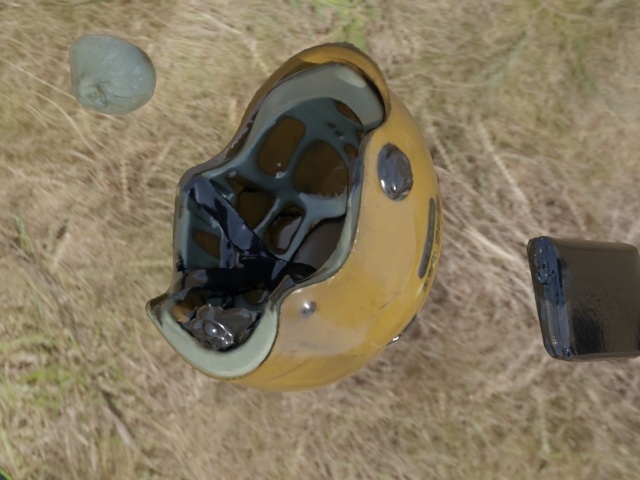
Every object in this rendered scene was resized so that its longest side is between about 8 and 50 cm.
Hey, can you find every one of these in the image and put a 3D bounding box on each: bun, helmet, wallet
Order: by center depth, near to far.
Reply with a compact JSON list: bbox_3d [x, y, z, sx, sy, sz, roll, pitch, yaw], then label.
[{"bbox_3d":[0.000,0.000,0.848,0.130,0.198,0.224,38,62,-35],"label":"helmet"},{"bbox_3d":[-0.190,-0.144,1.197,0.086,0.086,0.055,35,57,-22],"label":"bun"},{"bbox_3d":[0.319,0.070,1.567,0.250,0.044,0.149,2,77,-53],"label":"wallet"}]

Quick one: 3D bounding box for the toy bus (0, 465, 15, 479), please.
[{"bbox_3d":[-0.169,0.278,0.822,0.262,0.150,0.128,43,106,7],"label":"toy bus"}]
